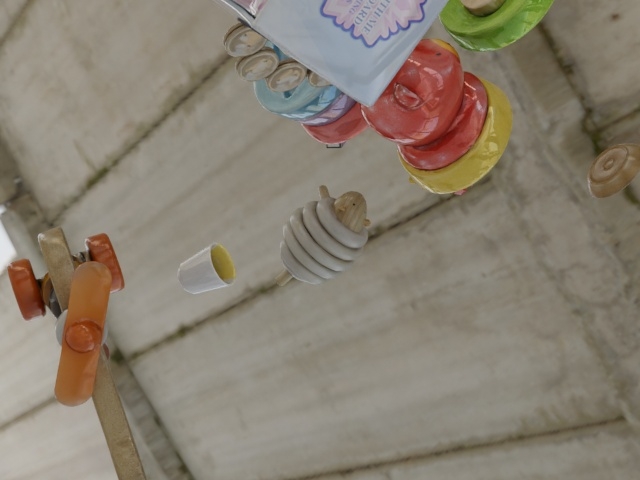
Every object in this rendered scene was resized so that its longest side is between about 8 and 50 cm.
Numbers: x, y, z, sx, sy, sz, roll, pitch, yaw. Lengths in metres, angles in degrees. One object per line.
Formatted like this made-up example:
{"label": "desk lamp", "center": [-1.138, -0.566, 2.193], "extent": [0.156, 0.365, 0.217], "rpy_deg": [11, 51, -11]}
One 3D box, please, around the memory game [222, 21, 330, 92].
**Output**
{"label": "memory game", "center": [0.010, -0.181, 0.815], "extent": [0.012, 0.186, 0.186], "rpy_deg": [66, -32, 24]}

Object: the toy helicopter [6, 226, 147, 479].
{"label": "toy helicopter", "center": [-0.284, 0.152, 1.295], "extent": [0.235, 0.140, 0.355], "rpy_deg": [156, -85, -74]}

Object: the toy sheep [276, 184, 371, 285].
{"label": "toy sheep", "center": [0.000, 0.000, 1.045], "extent": [0.091, 0.091, 0.132], "rpy_deg": [48, -64, 16]}

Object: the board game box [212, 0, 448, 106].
{"label": "board game box", "center": [0.048, -0.243, 0.519], "extent": [0.066, 0.318, 0.318], "rpy_deg": [33, 8, -23]}

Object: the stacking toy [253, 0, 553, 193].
{"label": "stacking toy", "center": [0.071, -0.218, 1.014], "extent": [0.130, 0.279, 0.309], "rpy_deg": [30, -4, -42]}

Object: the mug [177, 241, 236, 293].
{"label": "mug", "center": [-0.153, 0.044, 1.380], "extent": [0.064, 0.078, 0.062], "rpy_deg": [-23, -113, 21]}

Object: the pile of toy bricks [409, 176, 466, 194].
{"label": "pile of toy bricks", "center": [0.144, -0.163, 1.251], "extent": [0.105, 0.118, 0.212], "rpy_deg": [-47, -130, 38]}

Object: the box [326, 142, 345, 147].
{"label": "box", "center": [0.031, -0.221, 1.630], "extent": [0.029, 0.162, 0.116], "rpy_deg": [-1, -73, 12]}

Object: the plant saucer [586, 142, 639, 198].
{"label": "plant saucer", "center": [0.360, -0.090, 1.262], "extent": [0.015, 0.083, 0.083], "rpy_deg": [38, -30, -23]}
